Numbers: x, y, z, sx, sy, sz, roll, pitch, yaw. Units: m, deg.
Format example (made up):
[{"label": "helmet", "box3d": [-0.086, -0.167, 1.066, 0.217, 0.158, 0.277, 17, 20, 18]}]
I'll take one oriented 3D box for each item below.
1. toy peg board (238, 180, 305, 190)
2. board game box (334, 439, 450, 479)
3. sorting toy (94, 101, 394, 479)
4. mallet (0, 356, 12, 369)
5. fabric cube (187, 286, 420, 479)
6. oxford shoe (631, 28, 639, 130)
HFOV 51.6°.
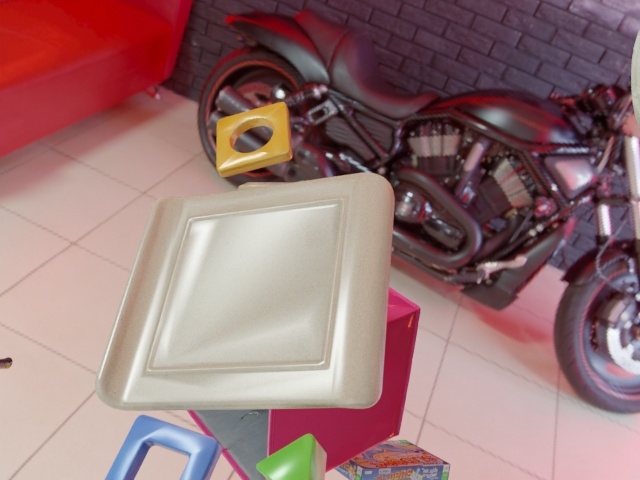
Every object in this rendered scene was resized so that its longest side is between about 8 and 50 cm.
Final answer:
[{"label": "toy peg board", "box3d": [0.000, 0.000, 0.775, 0.079, 0.161, 0.160, -29, 22, -37]}, {"label": "board game box", "box3d": [0.120, 0.411, 1.231, 0.201, 0.035, 0.136, 9, 0, -32]}, {"label": "sorting toy", "box3d": [-0.045, 0.038, 0.480, 0.196, 0.047, 0.348, -3, 55, 17]}, {"label": "mallet", "box3d": [-0.442, 0.158, 0.860, 0.039, 0.062, 0.189, 33, 0, 1]}, {"label": "fabric cube", "box3d": [-0.041, 0.180, 1.008, 0.258, 0.254, 0.259, -17, 33, -34]}, {"label": "oxford shoe", "box3d": [0.376, -0.217, 0.459, 0.449, 0.169, 0.130, -49, 29, -21]}]
